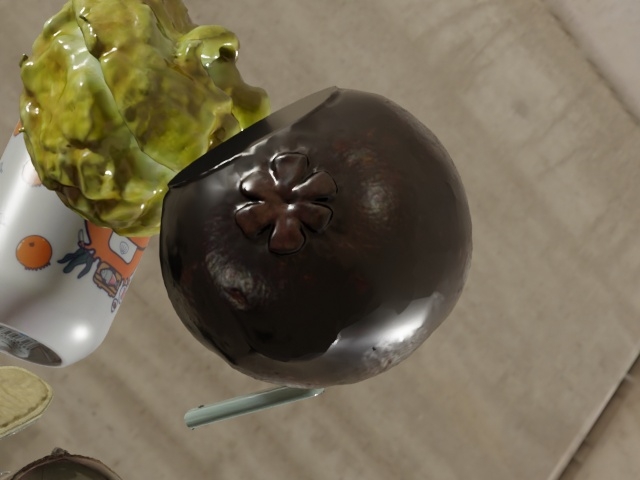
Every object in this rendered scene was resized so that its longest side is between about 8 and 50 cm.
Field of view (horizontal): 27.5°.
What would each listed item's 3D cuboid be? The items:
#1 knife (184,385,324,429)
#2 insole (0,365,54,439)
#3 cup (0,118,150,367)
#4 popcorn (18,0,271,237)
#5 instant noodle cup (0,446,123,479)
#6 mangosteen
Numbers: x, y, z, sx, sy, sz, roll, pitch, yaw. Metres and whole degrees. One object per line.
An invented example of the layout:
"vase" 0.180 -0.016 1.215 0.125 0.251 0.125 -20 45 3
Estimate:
"knife" -0.070 0.172 1.406 0.162 0.044 0.023 -17 -85 21
"insole" -0.275 0.127 0.904 0.081 0.248 0.011 31 -69 17
"cup" -0.320 -0.015 1.620 0.212 0.317 0.212 18 -22 7
"popcorn" -0.193 -0.146 1.395 0.282 0.247 0.282 13 -73 45
"instant noodle cup" -0.317 0.344 1.470 0.217 0.217 0.207 46 -37 -7
"mangosteen" -0.003 -0.003 1.138 0.233 0.287 0.288 53 -34 -9
